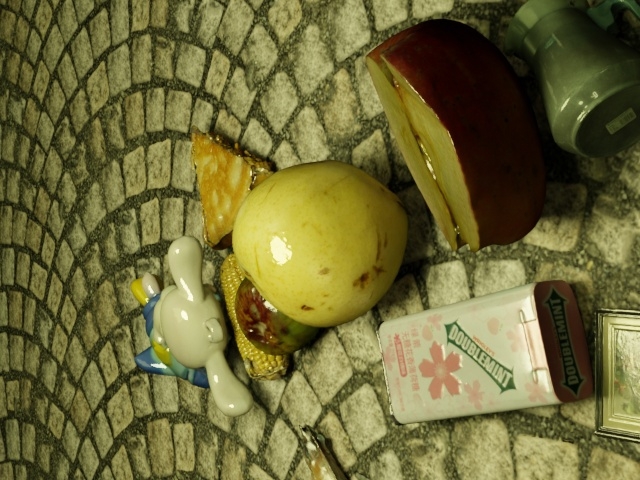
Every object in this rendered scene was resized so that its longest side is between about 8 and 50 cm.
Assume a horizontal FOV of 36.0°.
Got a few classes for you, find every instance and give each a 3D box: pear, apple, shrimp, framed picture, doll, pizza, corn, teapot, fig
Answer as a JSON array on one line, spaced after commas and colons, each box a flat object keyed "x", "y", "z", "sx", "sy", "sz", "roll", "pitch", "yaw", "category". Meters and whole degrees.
[{"x": 0.000, "y": 0.000, "z": 1.756, "sx": 0.309, "sy": 0.309, "sz": 0.309, "roll": 0, "pitch": 90, "yaw": 50, "category": "pear"}, {"x": 0.194, "y": -0.157, "z": 1.505, "sx": 0.295, "sy": 0.329, "sz": 0.365, "roll": -23, "pitch": 94, "yaw": 38, "category": "apple"}, {"x": 0.013, "y": 0.515, "z": 1.925, "sx": 0.164, "sy": 0.062, "sz": 0.317, "roll": -44, "pitch": 60, "yaw": 44, "category": "shrimp"}, {"x": 0.475, "y": 0.198, "z": 1.403, "sx": 0.195, "sy": 0.010, "sz": 0.199, "roll": 1, "pitch": 91, "yaw": 50, "category": "framed picture"}, {"x": -0.286, "y": 0.193, "z": 2.157, "sx": 0.365, "sy": 0.187, "sz": 0.376, "roll": -13, "pitch": 77, "yaw": 60, "category": "doll"}, {"x": -0.217, "y": -0.107, "z": 2.189, "sx": 0.288, "sy": 0.074, "sz": 0.251, "roll": 40, "pitch": 119, "yaw": 44, "category": "pizza"}, {"x": -0.148, "y": 0.163, "z": 2.088, "sx": 0.106, "sy": 0.106, "sz": 0.293, "roll": -47, "pitch": 54, "yaw": 40, "category": "corn"}, {"x": 0.387, "y": -0.253, "z": 1.408, "sx": 0.203, "sy": 0.171, "sz": 0.225, "roll": -32, "pitch": 54, "yaw": 11, "category": "teapot"}, {"x": -0.080, "y": 0.124, "z": 1.958, "sx": 0.181, "sy": 0.181, "sz": 0.191, "roll": -26, "pitch": 41, "yaw": 47, "category": "fig"}]

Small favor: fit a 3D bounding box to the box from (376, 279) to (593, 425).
[{"x": 0.252, "y": 0.190, "z": 1.601, "sx": 0.370, "sy": 0.112, "sz": 0.190, "roll": -20, "pitch": 75, "yaw": 51, "category": "box"}]
